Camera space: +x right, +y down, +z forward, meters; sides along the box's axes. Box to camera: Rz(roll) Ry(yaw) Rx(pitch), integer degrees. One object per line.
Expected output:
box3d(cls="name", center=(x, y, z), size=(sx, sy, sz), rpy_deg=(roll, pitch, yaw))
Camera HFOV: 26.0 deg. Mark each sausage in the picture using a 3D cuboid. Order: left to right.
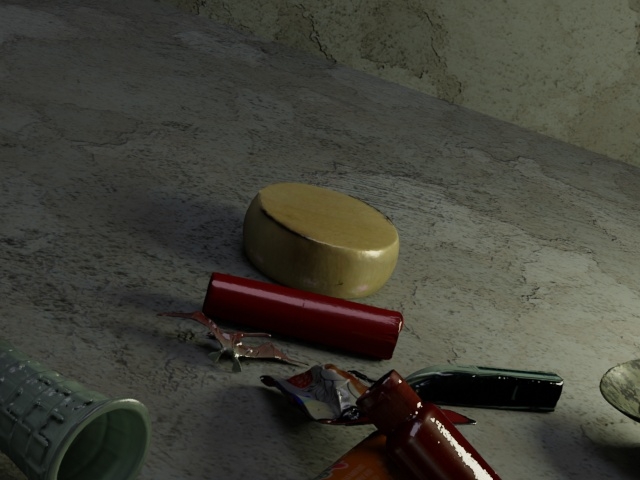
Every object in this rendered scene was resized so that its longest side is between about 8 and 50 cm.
box3d(cls="sausage", center=(0.019, 0.294, 1.496), size=(0.093, 0.093, 0.312), rpy_deg=(25, 23, 21))

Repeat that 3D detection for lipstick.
box3d(cls="lipstick", center=(-0.025, 0.105, 1.958), size=(0.279, 0.073, 0.073), rpy_deg=(14, 21, -6))

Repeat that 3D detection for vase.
box3d(cls="vase", center=(-0.333, 0.167, 1.491), size=(0.299, 0.143, 0.143), rpy_deg=(27, 23, 32))

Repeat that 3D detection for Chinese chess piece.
box3d(cls="Chinese chess piece", center=(0.000, 0.000, 2.198), size=(0.251, 0.097, 0.251), rpy_deg=(15, 22, -6))

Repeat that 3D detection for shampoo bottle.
box3d(cls="shampoo bottle", center=(0.145, 0.259, 1.545), size=(0.260, 0.064, 0.102), rpy_deg=(49, 31, 0))

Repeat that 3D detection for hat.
box3d(cls="hat", center=(0.512, 0.258, 1.902), size=(0.265, 0.128, 0.265), rpy_deg=(2, 16, -1))

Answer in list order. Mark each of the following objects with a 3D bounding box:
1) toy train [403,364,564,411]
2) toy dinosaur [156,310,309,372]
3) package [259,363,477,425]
box3d(cls="toy train", center=(0.218, 0.198, 1.927), size=(0.252, 0.055, 0.048), rpy_deg=(8, 23, -24))
box3d(cls="toy dinosaur", center=(-0.117, 0.138, 1.861), size=(0.220, 0.032, 0.108), rpy_deg=(23, 16, -10))
box3d(cls="package", center=(0.043, 0.202, 1.722), size=(0.194, 0.071, 0.269), rpy_deg=(-8, 16, -33))
